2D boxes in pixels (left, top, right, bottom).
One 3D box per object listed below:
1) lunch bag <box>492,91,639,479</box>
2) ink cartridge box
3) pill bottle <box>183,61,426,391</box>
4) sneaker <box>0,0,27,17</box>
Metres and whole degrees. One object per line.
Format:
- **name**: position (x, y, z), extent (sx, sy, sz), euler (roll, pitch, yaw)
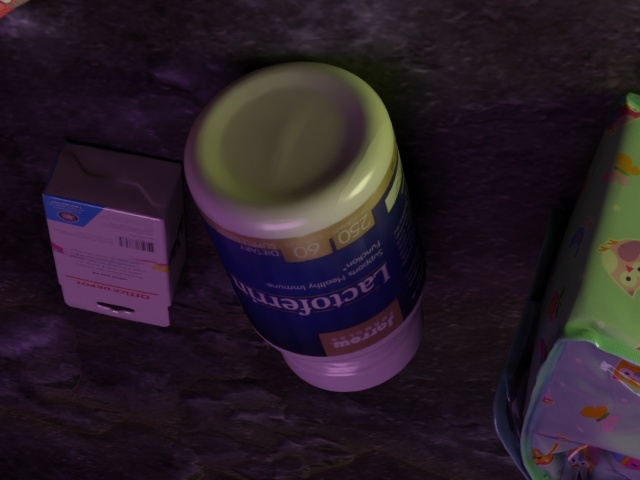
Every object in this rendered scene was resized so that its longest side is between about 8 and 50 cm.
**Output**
- **lunch bag**: position (0.227, 0.060, 1.110), extent (0.160, 0.223, 0.262), euler (18, 150, 5)
- **ink cartridge box**: position (-0.174, -0.002, 1.323), extent (0.104, 0.061, 0.181), euler (12, 147, 4)
- **pill bottle**: position (0.000, 0.000, 1.173), extent (0.153, 0.153, 0.264), euler (4, 147, 17)
- **sneaker**: position (-0.273, -0.158, 1.051), extent (0.314, 0.136, 0.116), euler (-17, 137, 40)
